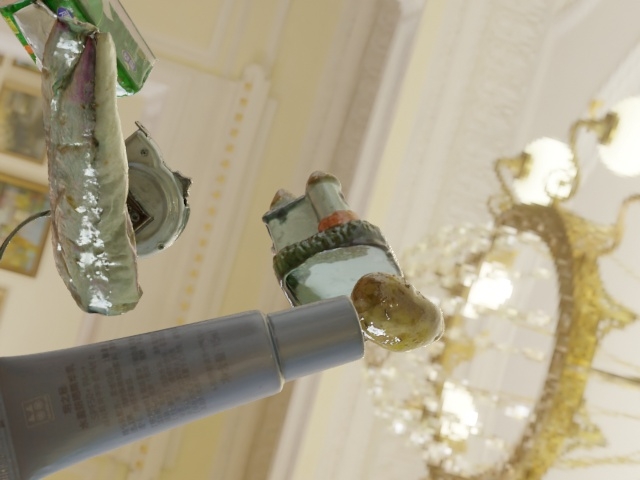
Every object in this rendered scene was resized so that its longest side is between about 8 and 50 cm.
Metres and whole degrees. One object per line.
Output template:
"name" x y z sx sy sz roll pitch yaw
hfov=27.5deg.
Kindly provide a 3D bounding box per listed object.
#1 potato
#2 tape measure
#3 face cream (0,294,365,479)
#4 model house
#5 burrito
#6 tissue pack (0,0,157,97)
"potato" 0.092 0.092 1.570 0.091 0.138 0.070 -36 -144 26
"tape measure" -0.314 0.004 1.739 0.330 0.164 0.084 -44 179 4
"face cream" -0.147 0.135 1.303 0.086 0.385 0.136 101 -27 -72
"model house" 0.000 0.000 2.092 0.184 0.253 0.291 -29 -129 2
"burrito" -0.209 -0.063 1.175 0.096 0.066 0.309 35 -43 39
"tissue pack" -0.375 -0.298 1.977 0.148 0.209 0.156 -11 -142 27
